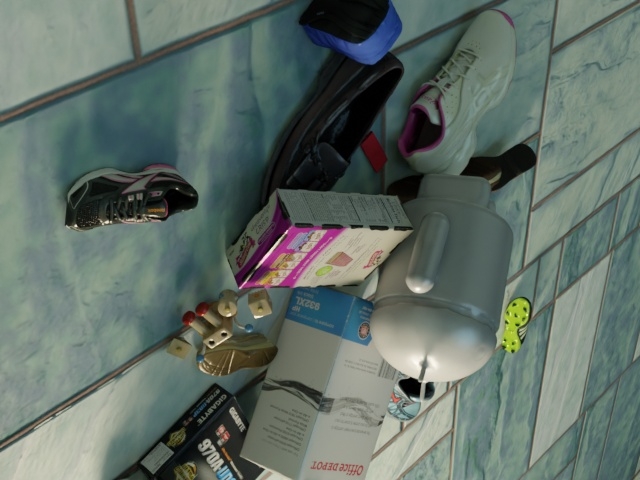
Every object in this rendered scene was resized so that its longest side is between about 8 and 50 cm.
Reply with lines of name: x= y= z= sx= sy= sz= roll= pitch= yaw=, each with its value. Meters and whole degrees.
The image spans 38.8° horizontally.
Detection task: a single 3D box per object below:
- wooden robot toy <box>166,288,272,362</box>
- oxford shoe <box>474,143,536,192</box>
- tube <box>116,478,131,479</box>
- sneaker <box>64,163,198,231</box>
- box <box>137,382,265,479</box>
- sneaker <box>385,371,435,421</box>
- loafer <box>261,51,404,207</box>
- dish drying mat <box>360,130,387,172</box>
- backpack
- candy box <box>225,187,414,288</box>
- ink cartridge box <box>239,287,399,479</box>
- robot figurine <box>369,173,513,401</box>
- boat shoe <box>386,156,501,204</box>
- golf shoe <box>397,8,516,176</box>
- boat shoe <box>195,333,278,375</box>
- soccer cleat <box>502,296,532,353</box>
wooden robot toy: x=-0.151 y=0.105 z=1.324 sx=0.173 sy=0.079 sz=0.076 roll=-33 pitch=117 yaw=17
oxford shoe: x=0.324 y=-0.123 z=1.762 sx=0.212 sy=0.076 sz=0.076 roll=-19 pitch=168 yaw=-31
tube: x=-0.312 y=0.457 z=1.387 sx=0.080 sy=0.052 sz=0.207 roll=-11 pitch=127 yaw=-40
sneaker: x=-0.225 y=-0.051 z=1.115 sx=0.178 sy=0.077 sz=0.072 roll=-24 pitch=129 yaw=-40
box: x=-0.182 y=0.359 z=1.471 sx=0.175 sy=0.051 sz=0.220 roll=-44 pitch=141 yaw=-23
sneaker: x=0.168 y=0.297 z=1.799 sx=0.104 sy=0.125 sz=0.262 roll=-46 pitch=142 yaw=-20
loafer: x=0.017 y=-0.151 z=1.329 sx=0.109 sy=0.095 sz=0.303 roll=24 pitch=95 yaw=-55
dish drying mat: x=0.088 y=-0.146 z=1.500 sx=0.032 sy=0.008 sz=0.083 roll=-52 pitch=145 yaw=-11
backpack: x=0.054 y=-0.298 z=1.255 sx=0.098 sy=0.120 sz=0.101 roll=-59 pitch=145 yaw=-5
candy box: x=0.000 y=0.000 z=1.342 sx=0.233 sy=0.071 sz=0.159 roll=2 pitch=143 yaw=-39
ink cartridge box: x=0.018 y=0.245 z=1.529 sx=0.223 sy=0.129 sz=0.308 roll=26 pitch=81 yaw=-56
robot figurine: x=0.192 y=0.071 z=1.442 sx=0.300 sy=0.199 sz=0.354 roll=53 pitch=47 yaw=-57
boat shoe: x=0.218 y=-0.079 z=1.640 sx=0.257 sy=0.095 sz=0.095 roll=-17 pitch=127 yaw=-30
golf shoe: x=0.228 y=-0.247 z=1.519 sx=0.140 sy=0.115 sz=0.306 roll=12 pitch=103 yaw=-50
boat shoe: x=-0.136 y=0.172 z=1.416 sx=0.153 sy=0.048 sz=0.056 roll=-4 pitch=129 yaw=-43
soccer cleat: x=0.473 y=0.193 z=2.175 sx=0.072 sy=0.060 sz=0.179 roll=-42 pitch=148 yaw=-40
